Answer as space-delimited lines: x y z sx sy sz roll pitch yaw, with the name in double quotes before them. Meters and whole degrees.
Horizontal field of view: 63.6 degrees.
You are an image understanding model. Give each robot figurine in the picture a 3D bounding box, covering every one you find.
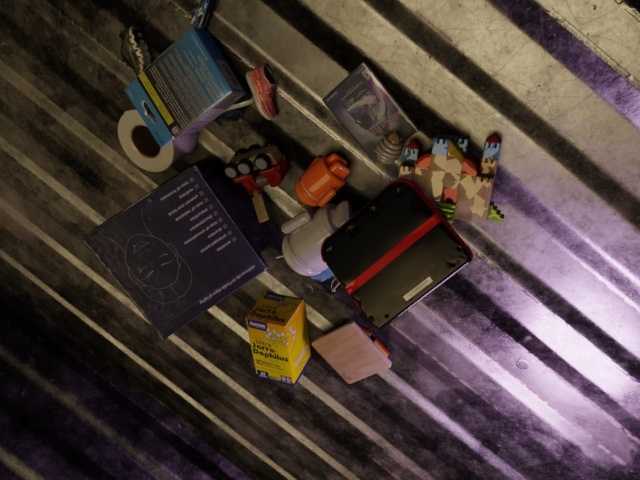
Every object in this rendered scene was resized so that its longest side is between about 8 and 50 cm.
"robot figurine" 0.000 0.000 1.884 0.353 0.199 0.300 -35 122 29
"robot figurine" 0.001 -0.207 1.801 0.219 0.128 0.158 -40 86 26

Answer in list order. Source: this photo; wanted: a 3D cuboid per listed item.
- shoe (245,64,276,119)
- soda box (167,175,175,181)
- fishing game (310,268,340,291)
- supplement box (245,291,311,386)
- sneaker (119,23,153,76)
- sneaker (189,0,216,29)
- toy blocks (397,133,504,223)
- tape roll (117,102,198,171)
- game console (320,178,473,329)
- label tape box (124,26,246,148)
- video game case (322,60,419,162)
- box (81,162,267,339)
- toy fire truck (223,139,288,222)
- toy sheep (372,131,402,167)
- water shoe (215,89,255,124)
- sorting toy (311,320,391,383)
"shoe" -0.181 -0.500 1.743 0.081 0.063 0.178 -11 111 37
"soda box" -0.564 -0.161 2.151 0.216 0.069 0.074 47 128 -10
"fishing game" -0.009 0.078 2.062 0.264 0.041 0.189 42 128 7
"supplement box" -0.179 0.436 2.281 0.194 0.195 0.356 8 124 21
"sneaker" -0.665 -0.655 1.870 0.106 0.078 0.234 5 119 26
"sneaker" -0.387 -0.753 1.683 0.059 0.053 0.144 40 128 -1
"toy blocks" 0.394 -0.212 1.609 0.381 0.191 0.260 11 113 19
"tape roll" -0.610 -0.402 1.948 0.246 0.169 0.246 13 125 19
"game console" 0.219 0.038 1.603 0.386 0.060 0.342 -41 80 18
"label tape box" -0.465 -0.512 1.766 0.348 0.115 0.249 -31 92 25
"video game case" 0.160 -0.408 1.666 0.196 0.026 0.274 -34 102 38
"box" -0.538 0.028 1.978 0.480 0.297 0.471 -34 105 -4
"toy fire truck" -0.214 -0.212 1.911 0.217 0.158 0.246 -10 128 30
"toy sheep" 0.216 -0.289 1.650 0.091 0.091 0.132 27 133 7
"water shoe" -0.302 -0.471 1.833 0.203 0.073 0.080 -9 145 28
"sorting toy" 0.140 0.463 2.213 0.255 0.089 0.257 48 129 -10
